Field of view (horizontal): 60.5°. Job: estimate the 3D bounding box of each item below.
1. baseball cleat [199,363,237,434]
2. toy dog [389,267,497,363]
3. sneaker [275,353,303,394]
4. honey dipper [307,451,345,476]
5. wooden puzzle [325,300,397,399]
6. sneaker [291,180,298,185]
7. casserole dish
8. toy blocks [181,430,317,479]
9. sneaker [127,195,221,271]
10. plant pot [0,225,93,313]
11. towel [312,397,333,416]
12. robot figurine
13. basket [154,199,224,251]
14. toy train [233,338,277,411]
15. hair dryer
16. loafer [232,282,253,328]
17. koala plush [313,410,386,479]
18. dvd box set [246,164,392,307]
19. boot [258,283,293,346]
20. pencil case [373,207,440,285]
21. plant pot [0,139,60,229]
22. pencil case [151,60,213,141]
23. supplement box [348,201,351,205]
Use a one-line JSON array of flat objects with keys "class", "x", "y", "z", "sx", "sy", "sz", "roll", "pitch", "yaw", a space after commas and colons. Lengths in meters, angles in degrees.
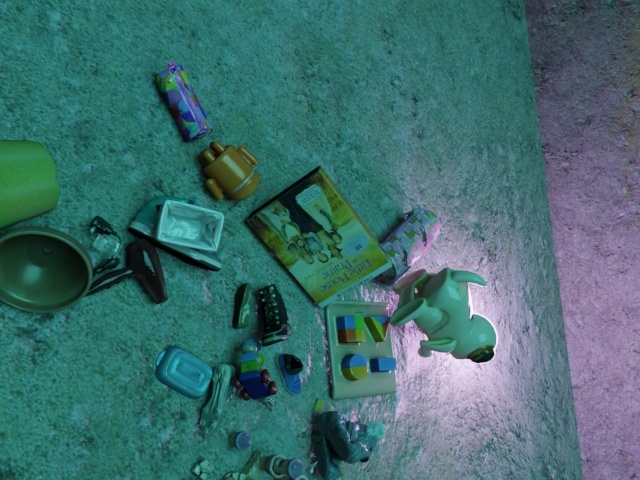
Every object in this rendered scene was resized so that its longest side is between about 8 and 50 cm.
[{"class": "baseball cleat", "x": -0.288, "y": 0.468, "z": 1.615, "sx": 0.109, "sy": 0.072, "sz": 0.205, "roll": 28, "pitch": 77, "yaw": -62}, {"class": "toy dog", "x": 0.522, "y": 0.301, "z": 2.149, "sx": 0.408, "sy": 0.395, "sz": 0.284, "roll": 47, "pitch": 22, "yaw": -19}, {"class": "sneaker", "x": -0.086, "y": 0.437, "z": 1.787, "sx": 0.058, "sy": 0.085, "sz": 0.152, "roll": -27, "pitch": 97, "yaw": -41}, {"class": "honey dipper", "x": 0.018, "y": 0.748, "z": 1.841, "sx": 0.161, "sy": 0.030, "sz": 0.030, "roll": 38, "pitch": 57, "yaw": -23}, {"class": "wooden puzzle", "x": 0.168, "y": 0.398, "z": 2.019, "sx": 0.322, "sy": 0.080, "sz": 0.347, "roll": 8, "pitch": 75, "yaw": -40}, {"class": "sneaker", "x": -0.066, "y": -0.138, "z": 1.949, "sx": 0.130, "sy": 0.087, "sz": 0.227, "roll": 54, "pitch": 54, "yaw": -19}, {"class": "casserole dish", "x": -0.384, "y": 0.380, "z": 1.578, "sx": 0.188, "sy": 0.037, "sz": 0.114, "roll": 40, "pitch": 57, "yaw": -27}, {"class": "toy blocks", "x": -0.176, "y": 0.709, "z": 1.525, "sx": 0.309, "sy": 0.260, "sz": 0.288, "roll": 53, "pitch": 52, "yaw": -18}, {"class": "sneaker", "x": -0.396, "y": -0.039, "z": 1.621, "sx": 0.295, "sy": 0.124, "sz": 0.178, "roll": 33, "pitch": 69, "yaw": -29}, {"class": "plant pot", "x": -0.672, "y": 0.052, "z": 1.327, "sx": 0.237, "sy": 0.237, "sz": 0.109, "roll": 35, "pitch": 19, "yaw": -29}, {"class": "towel", "x": 0.009, "y": 0.582, "z": 1.883, "sx": 0.083, "sy": 0.009, "sz": 0.060, "roll": 38, "pitch": 57, "yaw": -29}, {"class": "robot figurine", "x": -0.285, "y": -0.215, "z": 1.752, "sx": 0.219, "sy": 0.128, "sz": 0.158, "roll": 47, "pitch": 39, "yaw": -21}, {"class": "basket", "x": -0.365, "y": -0.037, "z": 1.507, "sx": 0.167, "sy": 0.103, "sz": 0.113, "roll": 14, "pitch": 82, "yaw": -24}, {"class": "toy train", "x": -0.192, "y": 0.421, "z": 1.701, "sx": 0.248, "sy": 0.105, "sz": 0.143, "roll": 74, "pitch": 5, "yaw": -51}, {"class": "hair dryer", "x": -0.545, "y": 0.089, "z": 1.506, "sx": 0.294, "sy": 0.080, "sz": 0.223, "roll": 31, "pitch": 77, "yaw": -25}, {"class": "loafer", "x": -0.241, "y": 0.208, "z": 1.734, "sx": 0.050, "sy": 0.056, "sz": 0.148, "roll": 18, "pitch": 78, "yaw": -37}, {"class": "koala plush", "x": 0.105, "y": 0.666, "z": 1.831, "sx": 0.221, "sy": 0.196, "sz": 0.203, "roll": 11, "pitch": 40, "yaw": -39}, {"class": "dvd box set", "x": 0.000, "y": 0.000, "z": 1.839, "sx": 0.420, "sy": 0.308, "sz": 0.062, "roll": 52, "pitch": 19, "yaw": -20}, {"class": "boot", "x": -0.156, "y": 0.231, "z": 1.723, "sx": 0.236, "sy": 0.085, "sz": 0.178, "roll": 14, "pitch": 59, "yaw": -82}, {"class": "pencil case", "x": 0.332, "y": 0.020, "z": 2.204, "sx": 0.167, "sy": 0.160, "sz": 0.386, "roll": 41, "pitch": 51, "yaw": 9}, {"class": "plant pot", "x": -0.762, "y": -0.127, "z": 1.253, "sx": 0.254, "sy": 0.276, "sz": 0.276, "roll": -25, "pitch": 96, "yaw": -53}, {"class": "pencil case", "x": -0.424, "y": -0.427, "z": 1.702, "sx": 0.104, "sy": 0.104, "sz": 0.236, "roll": -36, "pitch": 104, "yaw": -40}, {"class": "supplement box", "x": 0.043, "y": -0.027, "z": 1.995, "sx": 0.114, "sy": 0.111, "sz": 0.220, "roll": 53, "pitch": 52, "yaw": -19}]
